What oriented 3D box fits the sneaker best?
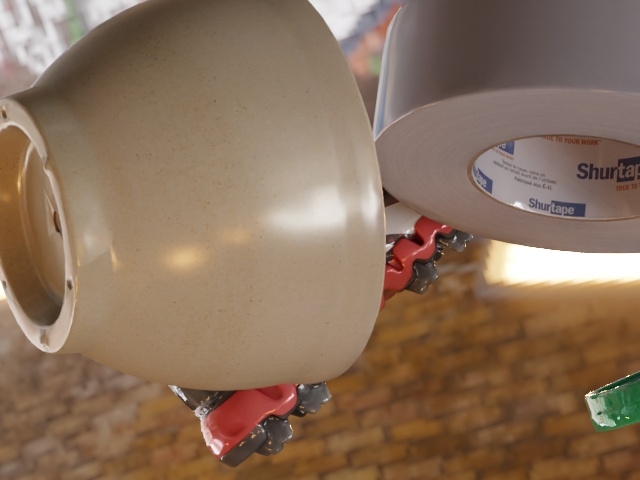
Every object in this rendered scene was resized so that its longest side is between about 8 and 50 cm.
[{"bbox_3d":[0.000,0.000,1.134,0.276,0.135,0.097,-47,180,-13],"label":"sneaker"}]

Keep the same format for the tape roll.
[{"bbox_3d":[0.138,-0.064,0.990,0.219,0.072,0.219,6,160,2],"label":"tape roll"}]

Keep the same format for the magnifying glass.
[{"bbox_3d":[0.190,0.069,0.985,0.092,0.026,0.231,-22,173,13],"label":"magnifying glass"}]

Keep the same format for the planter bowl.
[{"bbox_3d":[-0.062,-0.015,0.708,0.109,0.162,0.162,-11,-169,-28],"label":"planter bowl"}]
